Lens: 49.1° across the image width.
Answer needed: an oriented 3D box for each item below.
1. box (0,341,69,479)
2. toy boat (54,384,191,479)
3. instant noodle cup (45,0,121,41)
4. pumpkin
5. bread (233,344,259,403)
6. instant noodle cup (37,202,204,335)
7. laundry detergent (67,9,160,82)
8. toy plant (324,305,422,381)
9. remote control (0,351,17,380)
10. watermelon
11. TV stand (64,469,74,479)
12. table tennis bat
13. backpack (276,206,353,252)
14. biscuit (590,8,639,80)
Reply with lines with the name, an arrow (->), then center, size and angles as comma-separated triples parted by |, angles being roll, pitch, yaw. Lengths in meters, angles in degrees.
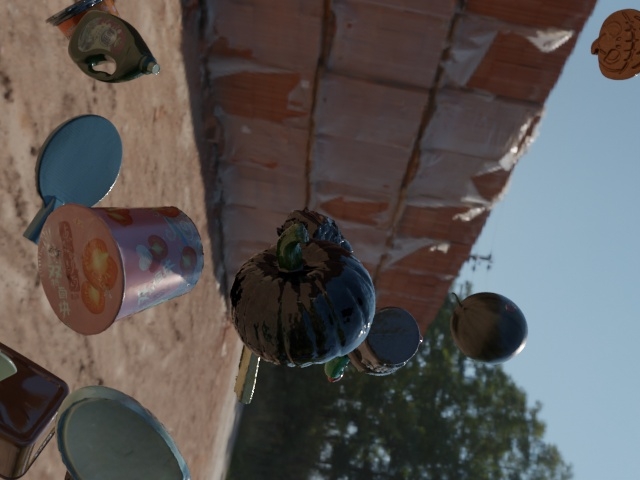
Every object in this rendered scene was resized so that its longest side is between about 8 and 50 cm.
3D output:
box -> -0.883, 0.444, 1.900 | 0.229, 0.339, 0.239 | -53, -173, 44
toy boat -> -0.280, 0.290, 0.979 | 0.134, 0.207, 0.079 | -43, -173, -2
instant noodle cup -> -0.547, -0.513, 1.679 | 0.125, 0.178, 0.208 | 62, 37, -24
pumpkin -> -0.035, 0.073, 1.164 | 0.248, 0.248, 0.247 | -170, -90, -88
bread -> -0.135, 0.231, 1.337 | 0.068, 0.028, 0.153 | -148, -110, -72
instant noodle cup -> -0.370, 0.040, 1.343 | 0.231, 0.243, 0.242 | -13, 118, -55
laundry detergent -> -0.415, -0.380, 1.432 | 0.137, 0.211, 0.063 | -58, 159, -2
toy plant -> 0.145, 0.289, 1.928 | 0.279, 0.185, 0.400 | -41, 174, -15
remote control -> -0.831, 0.327, 1.560 | 0.038, 0.286, 0.123 | 58, -14, 32
watermelon -> 0.233, 0.119, 1.010 | 0.105, 0.133, 0.105 | -48, -169, 13
TV stand -> -0.481, 0.455, 1.528 | 0.269, 0.088, 0.082 | -103, -172, -63
table tennis bat -> -0.568, -0.137, 1.593 | 0.329, 0.044, 0.215 | -62, 149, -14
backpack -> -0.001, -0.001, 1.524 | 0.120, 0.165, 0.105 | 37, -84, 42
biscuit -> 0.396, -0.258, 0.927 | 0.015, 0.078, 0.091 | -15, 104, -45
